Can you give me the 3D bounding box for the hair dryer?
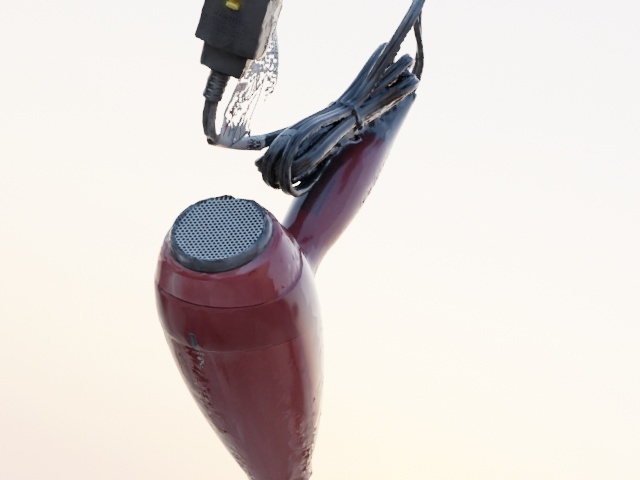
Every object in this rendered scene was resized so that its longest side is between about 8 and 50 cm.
[{"bbox_3d":[0.000,0.000,0.822,0.080,0.293,0.224,20,11,32],"label":"hair dryer"}]
